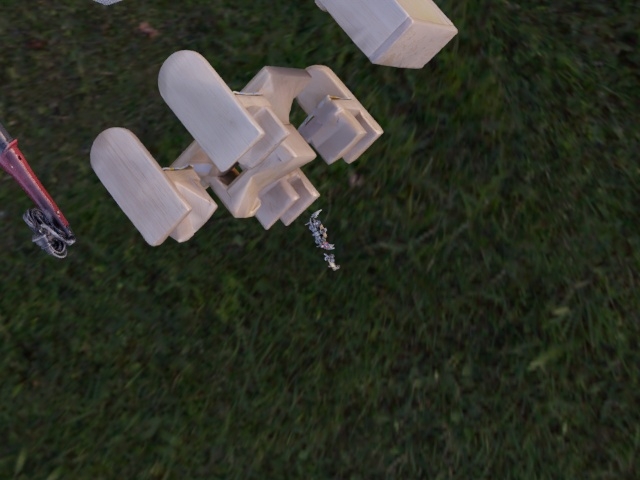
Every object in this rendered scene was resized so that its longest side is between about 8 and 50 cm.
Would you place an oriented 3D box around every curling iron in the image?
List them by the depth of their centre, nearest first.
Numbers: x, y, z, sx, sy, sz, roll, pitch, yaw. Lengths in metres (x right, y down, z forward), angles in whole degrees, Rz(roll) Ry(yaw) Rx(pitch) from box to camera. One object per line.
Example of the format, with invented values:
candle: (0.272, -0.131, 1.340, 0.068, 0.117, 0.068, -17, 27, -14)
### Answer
curling iron: (-0.374, -0.100, 1.454, 0.035, 0.068, 0.274, -30, 93, 9)

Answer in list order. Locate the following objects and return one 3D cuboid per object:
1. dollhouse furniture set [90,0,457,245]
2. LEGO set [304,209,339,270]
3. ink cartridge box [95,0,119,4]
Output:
dollhouse furniture set: (-0.073, -0.220, 1.516, 0.394, 0.362, 0.256, -44, 76, 22)
LEGO set: (-0.001, -0.001, 1.426, 0.023, 0.083, 0.054, -22, 125, 10)
ink cartridge box: (-0.260, -0.413, 1.645, 0.176, 0.127, 0.128, -15, 83, 18)
